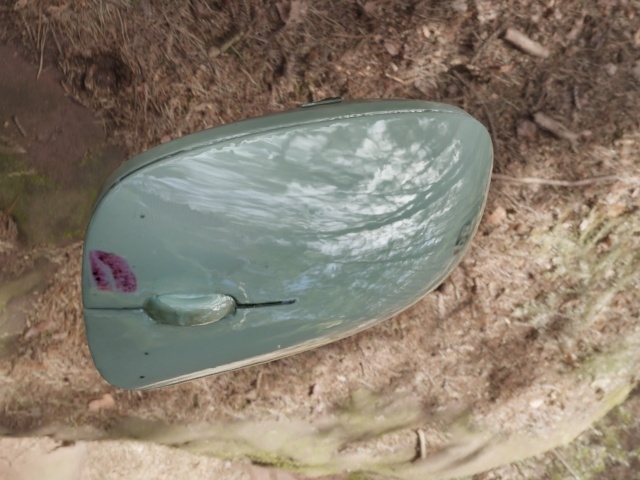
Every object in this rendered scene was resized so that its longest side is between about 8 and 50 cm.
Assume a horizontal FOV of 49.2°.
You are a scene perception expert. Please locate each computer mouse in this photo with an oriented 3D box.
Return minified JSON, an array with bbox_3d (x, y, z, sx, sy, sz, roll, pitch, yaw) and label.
[{"bbox_3d":[0.005,0.003,0.418,0.288,0.097,0.160,-21,135,-39],"label":"computer mouse"}]
